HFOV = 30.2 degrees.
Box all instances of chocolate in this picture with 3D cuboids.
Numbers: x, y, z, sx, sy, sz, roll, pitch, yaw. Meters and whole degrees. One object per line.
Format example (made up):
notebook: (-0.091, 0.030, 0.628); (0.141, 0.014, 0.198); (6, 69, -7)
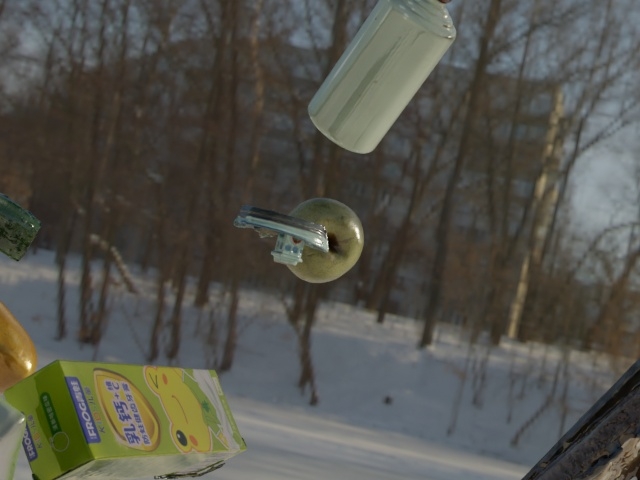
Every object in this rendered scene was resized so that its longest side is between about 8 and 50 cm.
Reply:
chocolate: (0.209, 0.187, 0.948); (0.065, 0.329, 0.102); (47, 3, 38)

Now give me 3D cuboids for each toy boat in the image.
toy boat: (-0.049, -0.003, 1.563); (0.140, 0.066, 0.059); (15, -1, -30)

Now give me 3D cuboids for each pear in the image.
pear: (0.000, 0.000, 2.256); (0.167, 0.167, 0.136); (16, -1, -29)

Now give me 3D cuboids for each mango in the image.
mango: (-0.501, 0.138, 1.695); (0.257, 0.187, 0.138); (34, 46, 20)

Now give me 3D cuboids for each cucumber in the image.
cucumber: (-0.411, -0.028, 1.510); (0.107, 0.067, 0.035); (37, -20, -27)

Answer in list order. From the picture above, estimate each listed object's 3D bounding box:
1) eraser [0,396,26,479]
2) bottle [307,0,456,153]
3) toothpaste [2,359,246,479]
eraser: (-0.377, 0.157, 0.942); (0.274, 0.210, 0.092); (29, 27, 19)
bottle: (0.088, -0.229, 1.455); (0.104, 0.245, 0.104); (28, 27, -16)
toothpaste: (-0.200, 0.199, 1.285); (0.077, 0.110, 0.327); (-29, -18, 18)
